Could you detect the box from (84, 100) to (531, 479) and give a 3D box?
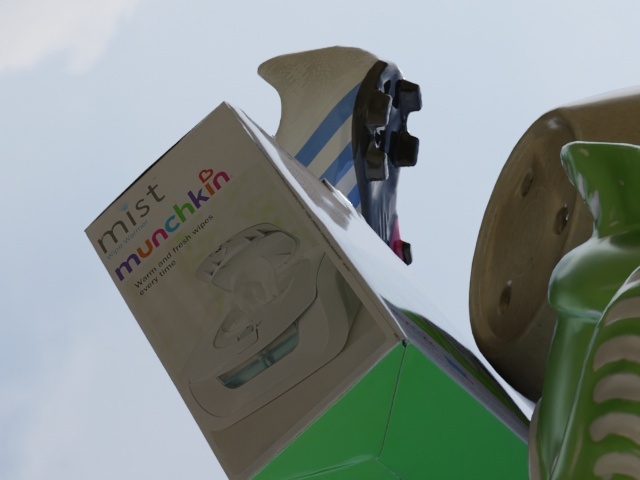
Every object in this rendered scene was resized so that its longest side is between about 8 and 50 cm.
[{"bbox_3d":[0.017,0.076,1.040,0.127,0.262,0.231,-43,-132,5],"label":"box"}]

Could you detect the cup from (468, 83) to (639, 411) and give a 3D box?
[{"bbox_3d":[0.237,0.024,1.134,0.331,0.237,0.331,-163,-90,-76],"label":"cup"}]

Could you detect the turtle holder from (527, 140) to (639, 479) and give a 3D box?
[{"bbox_3d":[0.189,0.090,0.603,0.243,0.228,0.320,8,180,8],"label":"turtle holder"}]

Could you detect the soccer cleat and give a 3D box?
[{"bbox_3d":[0.000,0.000,1.443,0.143,0.331,0.116,13,-164,28],"label":"soccer cleat"}]
